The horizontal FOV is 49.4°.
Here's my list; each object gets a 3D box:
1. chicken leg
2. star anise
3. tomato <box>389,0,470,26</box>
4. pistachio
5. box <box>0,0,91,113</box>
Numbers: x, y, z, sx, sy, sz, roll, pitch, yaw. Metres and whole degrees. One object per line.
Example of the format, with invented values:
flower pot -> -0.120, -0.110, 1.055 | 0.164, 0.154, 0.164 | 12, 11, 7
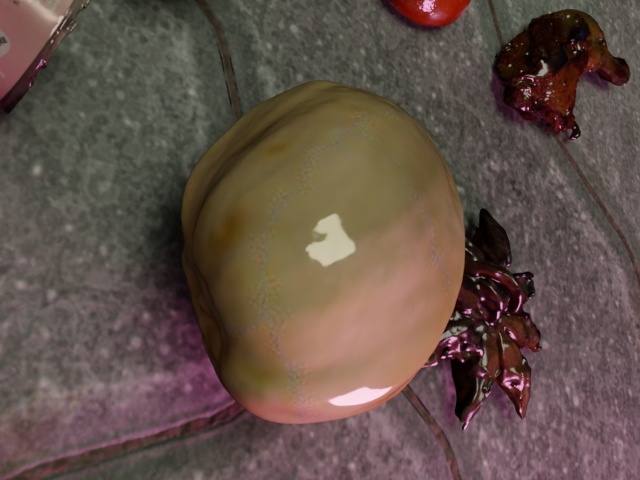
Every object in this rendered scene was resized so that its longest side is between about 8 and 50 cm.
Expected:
chicken leg -> 0.368, -0.253, 1.029 | 0.322, 0.083, 0.177 | -42, 110, -36
star anise -> 0.192, 0.074, 0.771 | 0.272, 0.102, 0.272 | 12, 69, -36
tomato -> 0.139, -0.374, 0.880 | 0.173, 0.099, 0.189 | -31, 93, -37
pistachio -> 0.000, 0.000, 0.587 | 0.238, 0.229, 0.321 | 18, 50, -2
box -> -0.253, -0.180, 0.507 | 0.135, 0.151, 0.151 | 35, 57, -33
